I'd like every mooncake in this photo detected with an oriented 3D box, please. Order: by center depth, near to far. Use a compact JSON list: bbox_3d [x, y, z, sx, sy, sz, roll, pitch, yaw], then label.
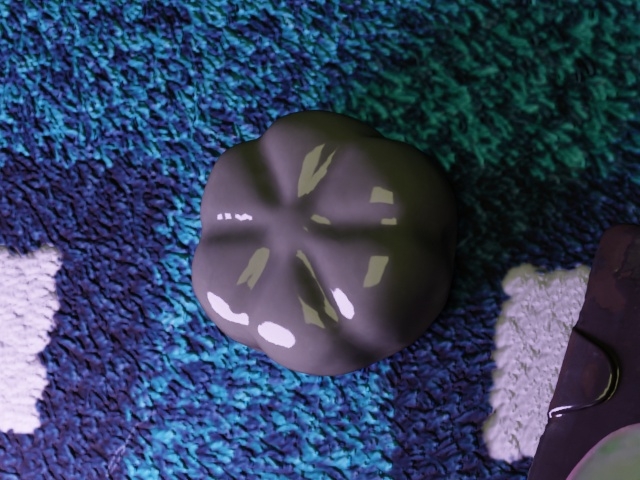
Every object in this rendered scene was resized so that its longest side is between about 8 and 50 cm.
[{"bbox_3d":[0.000,0.000,1.937,0.275,0.135,0.275,-6,75,21],"label":"mooncake"}]

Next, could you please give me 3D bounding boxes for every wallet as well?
[{"bbox_3d":[0.298,0.142,1.839,0.165,0.042,0.309,16,85,27],"label":"wallet"}]

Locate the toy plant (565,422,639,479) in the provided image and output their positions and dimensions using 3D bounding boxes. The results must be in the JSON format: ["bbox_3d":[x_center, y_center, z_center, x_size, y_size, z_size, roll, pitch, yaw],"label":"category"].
[{"bbox_3d":[0.339,0.317,1.663,0.210,0.356,0.317,31,85,47],"label":"toy plant"}]
